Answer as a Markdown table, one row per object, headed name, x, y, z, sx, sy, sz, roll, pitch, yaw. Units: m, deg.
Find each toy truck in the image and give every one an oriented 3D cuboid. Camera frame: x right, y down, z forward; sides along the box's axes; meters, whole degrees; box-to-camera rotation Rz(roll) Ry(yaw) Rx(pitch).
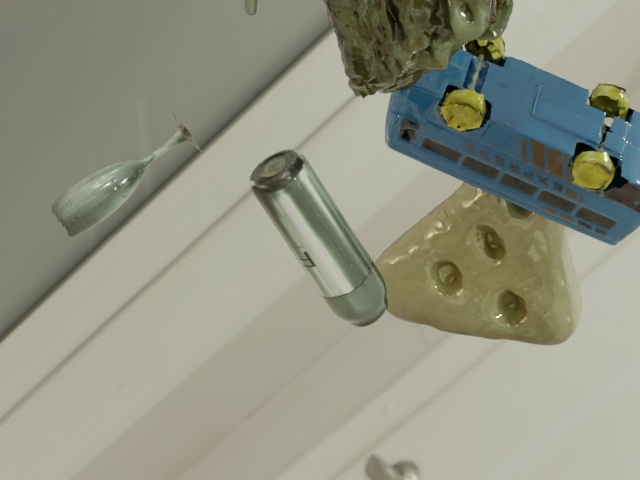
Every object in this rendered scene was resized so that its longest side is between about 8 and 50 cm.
| name | x | y | z | sx | sy | sz | roll | pitch | yaw |
| --- | --- | --- | --- | --- | --- | --- | --- | --- | --- |
| toy truck | 0.270 | -0.142 | 1.602 | 0.385 | 0.162 | 0.161 | 23 | 53 | -3 |

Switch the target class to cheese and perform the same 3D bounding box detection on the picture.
| name | x | y | z | sx | sy | sz | roll | pitch | yaw |
| --- | --- | --- | --- | --- | --- | --- | --- | --- | --- |
| cheese | 0.228 | -0.001 | 1.880 | 0.129 | 0.328 | 0.351 | -57 | 140 | -57 |

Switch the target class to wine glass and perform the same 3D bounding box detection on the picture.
| name | x | y | z | sx | sy | sz | roll | pitch | yaw |
| --- | --- | --- | --- | --- | --- | --- | --- | --- | --- |
| wine glass | -0.247 | -0.080 | 1.518 | 0.066 | 0.198 | 0.066 | 53 | -6 | 8 |

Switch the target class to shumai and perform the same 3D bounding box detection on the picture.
| name | x | y | z | sx | sy | sz | roll | pitch | yaw |
| --- | --- | --- | --- | --- | --- | --- | --- | --- | --- |
| shumai | 0.109 | -0.294 | 1.381 | 0.256 | 0.218 | 0.189 | 67 | 27 | -48 |

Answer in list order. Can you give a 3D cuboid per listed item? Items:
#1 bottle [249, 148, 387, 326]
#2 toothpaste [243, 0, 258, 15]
| name | x | y | z | sx | sy | sz | roll | pitch | yaw |
| --- | --- | --- | --- | --- | --- | --- | --- | --- | --- |
| bottle | 0.000 | 0.000 | 1.496 | 0.254 | 0.079 | 0.096 | 56 | -12 | -30 |
| toothpaste | -0.079 | -0.363 | 1.351 | 0.038 | 0.233 | 0.060 | 26 | 40 | 32 |
